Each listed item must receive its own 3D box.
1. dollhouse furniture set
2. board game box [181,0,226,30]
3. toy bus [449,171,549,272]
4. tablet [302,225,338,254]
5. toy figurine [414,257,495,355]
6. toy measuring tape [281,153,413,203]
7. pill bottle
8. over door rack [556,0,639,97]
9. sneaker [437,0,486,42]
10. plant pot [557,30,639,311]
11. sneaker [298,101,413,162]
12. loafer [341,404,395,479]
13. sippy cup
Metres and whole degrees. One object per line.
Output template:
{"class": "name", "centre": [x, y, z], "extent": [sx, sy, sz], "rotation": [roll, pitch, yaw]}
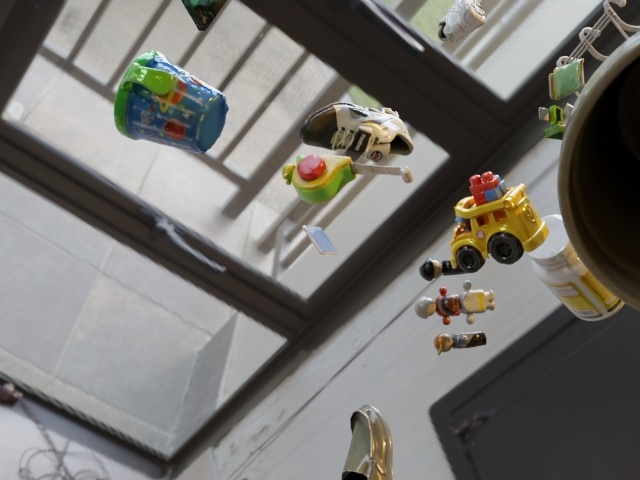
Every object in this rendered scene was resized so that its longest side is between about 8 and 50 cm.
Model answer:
{"class": "dollhouse furniture set", "centre": [0.440, -0.260, 1.423], "extent": [0.059, 0.076, 0.151], "rotation": [6, 78, -27]}
{"class": "board game box", "centre": [-0.269, -0.621, 1.884], "extent": [0.186, 0.026, 0.126], "rotation": [-62, 147, -23]}
{"class": "toy bus", "centre": [0.384, -0.052, 1.792], "extent": [0.149, 0.220, 0.211], "rotation": [-39, 106, -49]}
{"class": "tablet", "centre": [0.000, 0.000, 1.224], "extent": [0.054, 0.006, 0.083], "rotation": [56, 15, 12]}
{"class": "toy figurine", "centre": [0.331, 0.162, 1.953], "extent": [0.148, 0.213, 0.209], "rotation": [-4, 40, -10]}
{"class": "toy measuring tape", "centre": [0.045, -0.134, 1.791], "extent": [0.330, 0.121, 0.121], "rotation": [9, 13, 30]}
{"class": "pill bottle", "centre": [0.710, 0.074, 2.164], "extent": [0.334, 0.188, 0.187], "rotation": [39, 26, -36]}
{"class": "over door rack", "centre": [0.706, -0.370, 1.819], "extent": [0.108, 0.239, 0.324], "rotation": [-11, 67, -20]}
{"class": "sneaker", "centre": [0.326, -0.530, 1.850], "extent": [0.090, 0.115, 0.232], "rotation": [48, 24, -9]}
{"class": "plant pot", "centre": [0.417, -0.109, 0.815], "extent": [0.323, 0.323, 0.280], "rotation": [41, 29, -5]}
{"class": "sneaker", "centre": [0.105, -0.264, 1.966], "extent": [0.331, 0.122, 0.146], "rotation": [-8, 50, -33]}
{"class": "loafer", "centre": [0.087, 0.428, 1.477], "extent": [0.088, 0.094, 0.251], "rotation": [8, 47, -20]}
{"class": "sippy cup", "centre": [-0.366, -0.334, 1.969], "extent": [0.224, 0.240, 0.305], "rotation": [24, 25, 11]}
